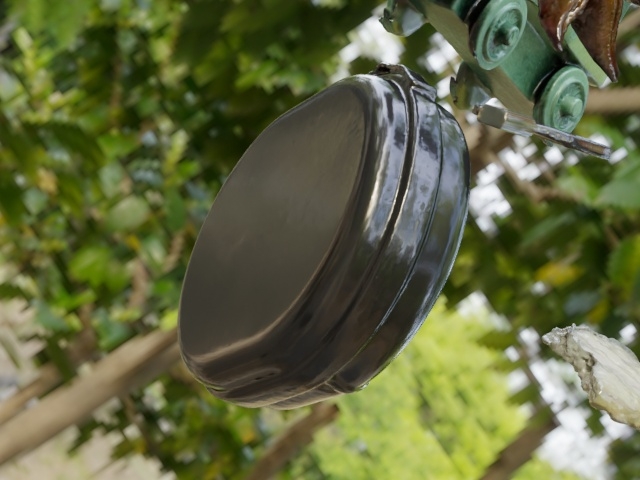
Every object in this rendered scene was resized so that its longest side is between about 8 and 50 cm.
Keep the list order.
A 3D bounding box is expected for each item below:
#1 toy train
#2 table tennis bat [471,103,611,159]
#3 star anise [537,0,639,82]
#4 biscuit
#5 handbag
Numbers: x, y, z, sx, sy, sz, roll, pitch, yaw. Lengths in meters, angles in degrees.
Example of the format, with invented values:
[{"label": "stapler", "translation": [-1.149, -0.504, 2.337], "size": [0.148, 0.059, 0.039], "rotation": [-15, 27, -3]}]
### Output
[{"label": "toy train", "translation": [0.229, -0.278, 2.017], "size": [0.160, 0.253, 0.397], "rotation": [27, -6, 33]}, {"label": "table tennis bat", "translation": [0.192, -0.103, 1.617], "size": [0.130, 0.019, 0.220], "rotation": [21, 7, 25]}, {"label": "star anise", "translation": [0.217, -0.272, 1.558], "size": [0.102, 0.272, 0.272], "rotation": [1, -49, 45]}, {"label": "biscuit", "translation": [0.332, 0.154, 1.978], "size": [0.188, 0.040, 0.265], "rotation": [38, 14, 8]}, {"label": "handbag", "translation": [0.001, 0.001, 1.301], "size": [0.093, 0.254, 0.308], "rotation": [26, -24, -22]}]
